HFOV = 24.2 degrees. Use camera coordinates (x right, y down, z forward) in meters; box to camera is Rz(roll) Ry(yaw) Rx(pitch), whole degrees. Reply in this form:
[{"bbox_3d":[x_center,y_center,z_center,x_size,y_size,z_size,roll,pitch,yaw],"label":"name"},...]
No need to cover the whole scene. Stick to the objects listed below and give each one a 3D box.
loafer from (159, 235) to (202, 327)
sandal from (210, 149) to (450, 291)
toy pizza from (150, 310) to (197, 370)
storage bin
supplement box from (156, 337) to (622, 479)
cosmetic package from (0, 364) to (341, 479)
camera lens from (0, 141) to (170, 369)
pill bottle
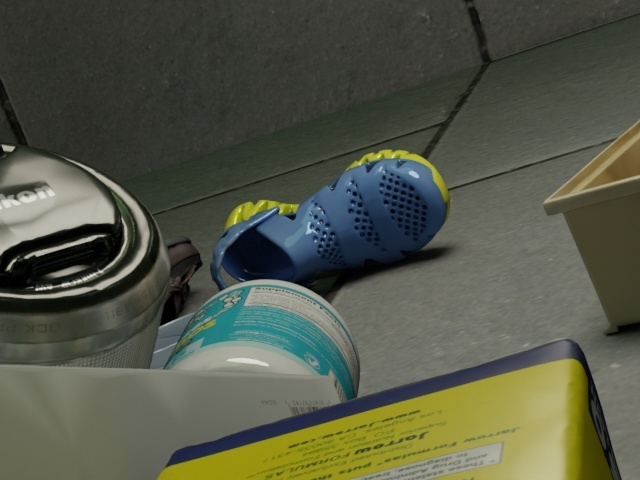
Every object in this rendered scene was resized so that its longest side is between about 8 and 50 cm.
[{"bbox_3d":[-0.213,0.083,1.727,0.109,0.095,0.302,-49,-7,28],"label":"loafer"},{"bbox_3d":[0.000,0.000,1.636,0.317,0.126,0.138,-23,13,34],"label":"sandal"},{"bbox_3d":[-0.120,0.108,1.537,0.201,0.032,0.201,-19,12,4],"label":"toy pizza"},{"bbox_3d":[0.362,-0.052,1.185,0.262,0.123,0.260,-16,13,38],"label":"storage bin"},{"bbox_3d":[0.024,0.201,0.500,0.195,0.194,0.356,-17,13,15],"label":"supplement box"},{"bbox_3d":[-0.178,0.164,0.748,0.284,0.097,0.377,-28,-18,23],"label":"cosmetic package"},{"bbox_3d":[-0.229,0.086,1.023,0.219,0.274,0.219,11,31,-7],"label":"camera lens"},{"bbox_3d":[-0.046,0.116,1.107,0.146,0.146,0.264,-19,12,9],"label":"pill bottle"}]
